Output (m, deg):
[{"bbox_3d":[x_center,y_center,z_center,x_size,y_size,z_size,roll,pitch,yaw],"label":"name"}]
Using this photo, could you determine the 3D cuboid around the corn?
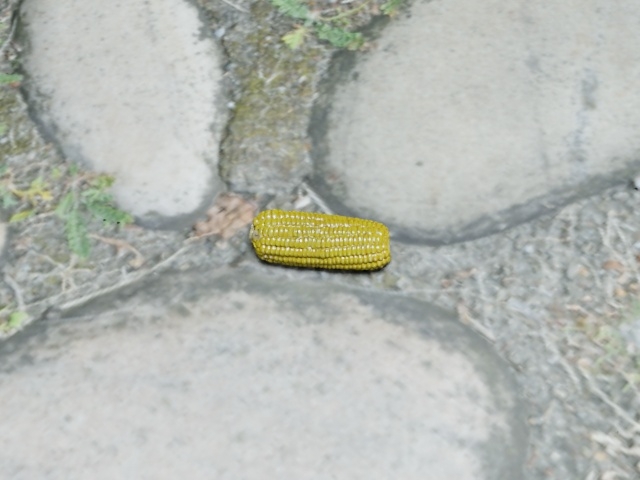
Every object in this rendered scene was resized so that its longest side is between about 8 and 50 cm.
[{"bbox_3d":[0.000,0.000,0.584,0.092,0.037,0.037,5,52,6],"label":"corn"}]
